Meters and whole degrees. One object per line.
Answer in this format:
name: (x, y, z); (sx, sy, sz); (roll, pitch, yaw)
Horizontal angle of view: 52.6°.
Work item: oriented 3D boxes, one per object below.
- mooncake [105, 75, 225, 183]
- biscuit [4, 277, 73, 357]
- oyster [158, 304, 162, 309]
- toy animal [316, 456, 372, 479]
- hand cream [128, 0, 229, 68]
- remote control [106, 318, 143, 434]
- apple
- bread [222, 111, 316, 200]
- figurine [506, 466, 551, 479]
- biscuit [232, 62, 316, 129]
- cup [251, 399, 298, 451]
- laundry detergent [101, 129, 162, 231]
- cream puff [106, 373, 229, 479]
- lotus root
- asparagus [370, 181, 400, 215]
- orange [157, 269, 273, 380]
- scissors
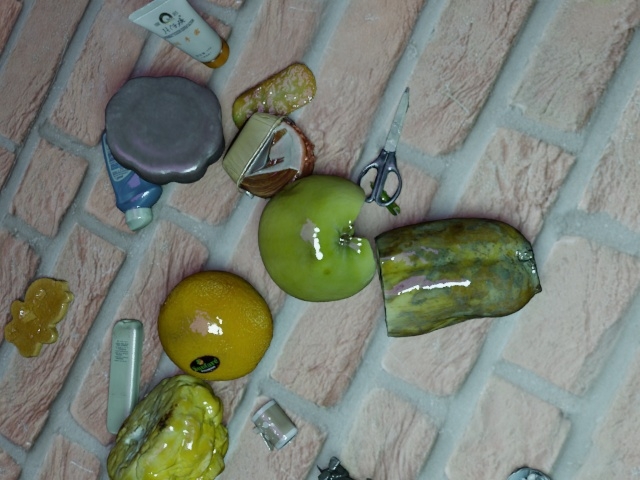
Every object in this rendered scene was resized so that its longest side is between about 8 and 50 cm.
mooncake: (-0.393, -0.280, 1.666); (0.306, 0.154, 0.306); (1, 80, -5)
biscuit: (-0.806, 0.212, 1.858); (0.184, 0.035, 0.249); (33, 95, 19)
oyster: (-0.401, 0.217, 1.727); (0.080, 0.038, 0.083); (24, 122, 44)
toy animal: (0.090, 0.582, 1.447); (0.114, 0.146, 0.245); (-32, 52, -16)
hand cream: (-0.333, -0.534, 1.628); (0.139, 0.314, 0.089); (-25, 74, 18)
remote control: (-0.528, 0.368, 1.741); (0.090, 0.038, 0.310); (0, 85, 18)
apple: (-0.019, -0.006, 1.474); (0.233, 0.257, 0.295); (0, 88, -23)
bread: (-0.124, -0.201, 1.609); (0.212, 0.142, 0.224); (35, 96, 22)
figurine: (0.446, 0.519, 1.359); (0.082, 0.094, 0.086); (-23, 39, -21)
biscuit: (-0.123, -0.367, 1.688); (0.247, 0.029, 0.118); (-26, 83, 15)
cup: (-0.118, 0.458, 1.568); (0.102, 0.074, 0.099); (-47, 72, 9)
laundry detergent: (-0.508, -0.171, 1.772); (0.143, 0.094, 0.290); (-12, 83, 8)
cream puff: (-0.332, 0.499, 1.542); (0.324, 0.257, 0.291); (-50, 26, -3)
lotus root: (0.289, 0.074, 1.383); (0.345, 0.250, 0.251); (-8, 81, 10)
asparagus: (0.156, -0.102, 1.563); (0.025, 0.021, 0.108); (-40, 72, 4)
orange: (-0.249, 0.203, 1.546); (0.274, 0.274, 0.274); (-2, 83, 19)
scissors: (0.169, -0.229, 1.562); (0.109, 0.022, 0.300); (15, 83, 16)
